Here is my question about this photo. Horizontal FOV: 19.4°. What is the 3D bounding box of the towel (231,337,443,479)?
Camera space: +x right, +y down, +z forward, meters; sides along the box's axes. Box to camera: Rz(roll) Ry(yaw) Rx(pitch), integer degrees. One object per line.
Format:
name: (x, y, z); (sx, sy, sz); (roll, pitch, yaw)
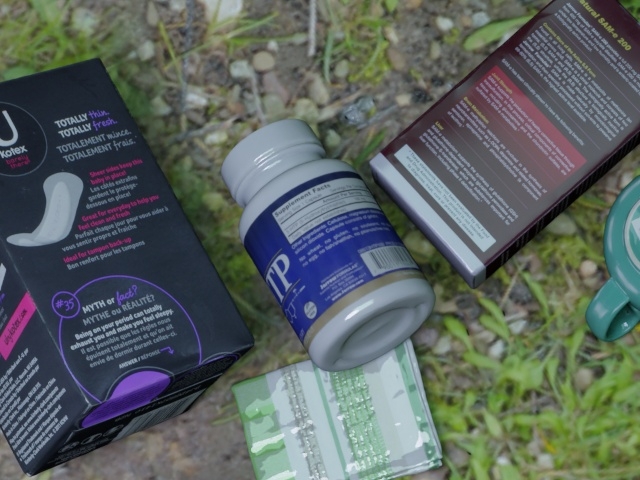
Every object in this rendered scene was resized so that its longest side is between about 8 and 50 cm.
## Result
towel: (0.014, 0.148, 1.516); (0.152, 0.023, 0.113); (-16, 75, 4)

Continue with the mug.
mug: (0.282, 0.015, 1.460); (0.129, 0.097, 0.158); (18, 88, 28)

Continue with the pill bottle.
pill bottle: (0.000, 0.000, 1.494); (0.112, 0.112, 0.187); (-31, 67, -2)

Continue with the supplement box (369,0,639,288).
supplement box: (0.170, -0.089, 1.522); (0.239, 0.073, 0.130); (-41, 79, -3)

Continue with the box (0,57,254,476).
box: (-0.201, 0.018, 1.465); (0.165, 0.143, 0.270); (-19, 74, -38)
